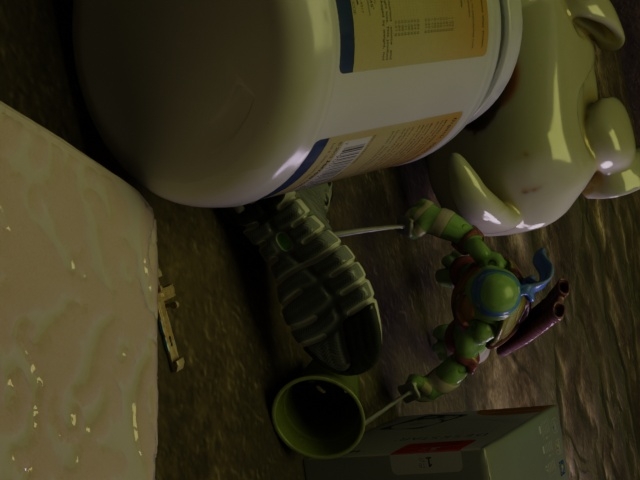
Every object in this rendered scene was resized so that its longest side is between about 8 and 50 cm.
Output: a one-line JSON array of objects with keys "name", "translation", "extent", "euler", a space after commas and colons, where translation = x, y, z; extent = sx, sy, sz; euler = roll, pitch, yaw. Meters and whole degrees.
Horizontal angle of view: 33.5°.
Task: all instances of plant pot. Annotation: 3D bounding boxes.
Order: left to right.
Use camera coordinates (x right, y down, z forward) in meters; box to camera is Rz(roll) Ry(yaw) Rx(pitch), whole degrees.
[{"name": "plant pot", "translation": [0.004, 0.142, 0.963], "extent": [0.079, 0.083, 0.083], "euler": [-65, 139, -67]}]

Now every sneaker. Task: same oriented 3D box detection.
[{"name": "sneaker", "translation": [0.000, 0.000, 0.949], "extent": [0.228, 0.086, 0.132], "euler": [60, 24, -7]}]

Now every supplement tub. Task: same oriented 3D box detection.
[{"name": "supplement tub", "translation": [-0.003, -0.158, 0.814], "extent": [0.316, 0.228, 0.228], "euler": [-17, 97, -51]}]

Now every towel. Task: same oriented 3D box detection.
[{"name": "towel", "translation": [-0.186, 0.081, 0.581], "extent": [0.317, 0.053, 0.331], "euler": [38, 45, -58]}]

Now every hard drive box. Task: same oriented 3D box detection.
[{"name": "hard drive box", "translation": [0.121, 0.227, 1.035], "extent": [0.232, 0.181, 0.089], "euler": [-4, 85, -63]}]

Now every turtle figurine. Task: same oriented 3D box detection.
[{"name": "turtle figurine", "translation": [0.116, 0.066, 1.164], "extent": [0.197, 0.275, 0.266], "euler": [62, 4, 11]}]

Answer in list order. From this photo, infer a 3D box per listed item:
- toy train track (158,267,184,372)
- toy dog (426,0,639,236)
[{"name": "toy train track", "translation": [-0.116, 0.060, 0.814], "extent": [0.048, 0.014, 0.083], "euler": [-28, 107, -61]}, {"name": "toy dog", "translation": [0.200, -0.228, 1.285], "extent": [0.395, 0.285, 0.407], "euler": [-26, 104, -43]}]
